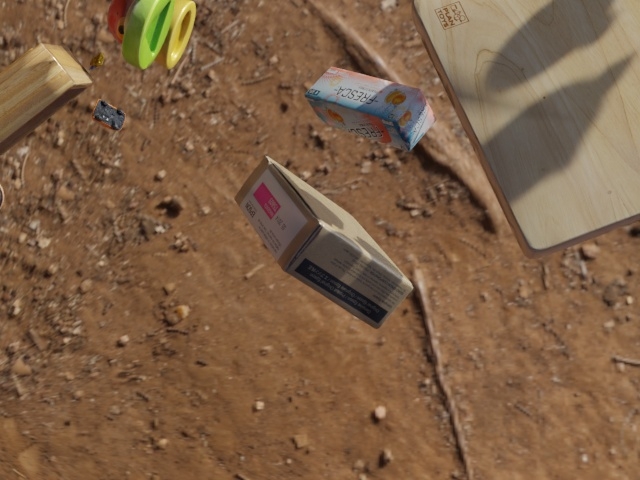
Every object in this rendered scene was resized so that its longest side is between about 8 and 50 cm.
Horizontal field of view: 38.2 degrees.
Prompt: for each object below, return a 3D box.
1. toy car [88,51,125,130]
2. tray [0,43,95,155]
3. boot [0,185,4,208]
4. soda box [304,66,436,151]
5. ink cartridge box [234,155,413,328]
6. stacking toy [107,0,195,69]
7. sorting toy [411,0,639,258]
[{"bbox_3d":[-0.352,-0.241,1.519,0.060,0.040,0.122,6,83,-42],"label":"toy car"},{"bbox_3d":[-0.510,-0.122,1.289,0.411,0.203,0.076,-38,102,2],"label":"tray"},{"bbox_3d":[-0.448,-0.042,0.952,0.248,0.207,0.090,3,95,-25],"label":"boot"},{"bbox_3d":[0.064,-0.177,1.233,0.063,0.183,0.058,-48,131,-15],"label":"soda box"},{"bbox_3d":[0.000,0.000,1.326,0.193,0.235,0.088,33,101,-34],"label":"ink cartridge box"},{"bbox_3d":[-0.272,-0.420,1.443,0.130,0.279,0.309,22,112,1],"label":"stacking toy"},{"bbox_3d":[0.244,-0.131,0.820,0.255,0.089,0.257,-20,70,-4],"label":"sorting toy"}]
